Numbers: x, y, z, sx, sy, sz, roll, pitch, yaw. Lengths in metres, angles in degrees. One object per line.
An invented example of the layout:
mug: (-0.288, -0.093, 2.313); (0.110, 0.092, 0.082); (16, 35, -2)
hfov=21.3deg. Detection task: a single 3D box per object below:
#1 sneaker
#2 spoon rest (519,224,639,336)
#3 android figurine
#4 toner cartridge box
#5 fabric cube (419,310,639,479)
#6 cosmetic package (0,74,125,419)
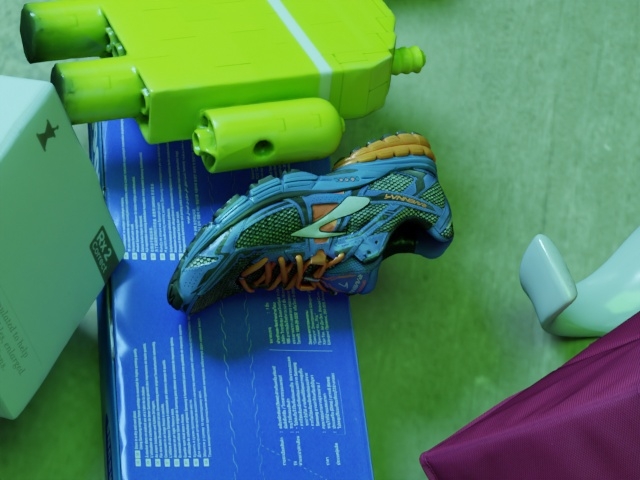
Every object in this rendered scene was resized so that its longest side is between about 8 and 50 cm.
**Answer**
sneaker: (0.000, 0.000, 1.110); (0.221, 0.083, 0.087); (-24, 73, -26)
spoon rest: (0.256, 0.025, 1.263); (0.276, 0.084, 0.137); (-5, 60, -33)
android figurine: (-0.062, -0.133, 1.183); (0.273, 0.056, 0.248); (-8, 38, -23)
toner cartridge box: (-0.068, 0.040, 1.157); (0.165, 0.075, 0.347); (1, 58, -13)
fabric cube: (0.268, 0.156, 1.024); (0.259, 0.258, 0.254); (-31, 88, -28)
cosmetic package: (-0.250, -0.006, 1.056); (0.184, 0.151, 0.151); (10, 51, 26)
